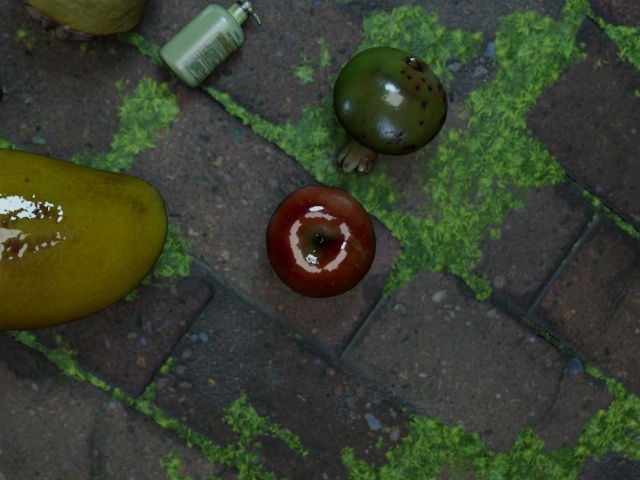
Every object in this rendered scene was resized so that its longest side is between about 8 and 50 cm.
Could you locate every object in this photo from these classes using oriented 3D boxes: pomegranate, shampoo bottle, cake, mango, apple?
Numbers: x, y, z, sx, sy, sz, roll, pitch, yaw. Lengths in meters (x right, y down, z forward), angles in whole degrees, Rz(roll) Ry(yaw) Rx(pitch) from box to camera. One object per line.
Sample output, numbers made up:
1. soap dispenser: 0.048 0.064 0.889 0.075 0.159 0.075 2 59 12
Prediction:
1. pomegranate: 0.090 -0.208 1.054 0.210 0.179 0.179 -26 103 27
2. shampoo bottle: -0.169 -0.314 1.034 0.162 0.079 0.079 -43 102 -1
3. cake: -0.343 -0.370 0.968 0.185 0.178 0.207 48 51 2
4. mango: -0.414 -0.003 0.973 0.377 0.221 0.264 -5 95 -17
5. apple: 0.000 0.000 1.059 0.180 0.168 0.181 -1 98 -4

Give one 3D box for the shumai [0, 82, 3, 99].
1. shumai: -0.630 -0.307 0.860 0.397 0.324 0.324 -3 90 -7
